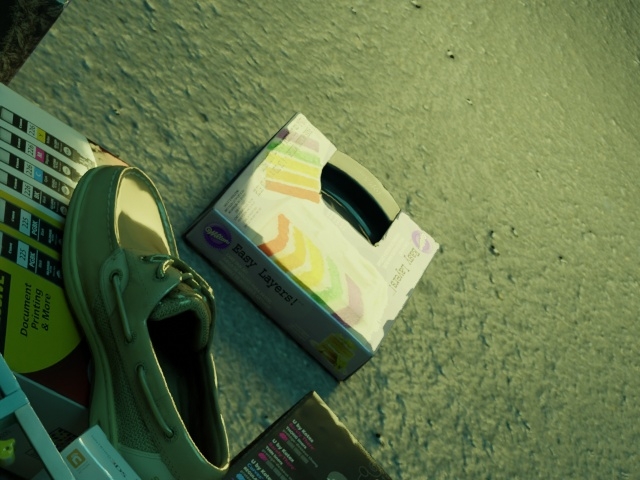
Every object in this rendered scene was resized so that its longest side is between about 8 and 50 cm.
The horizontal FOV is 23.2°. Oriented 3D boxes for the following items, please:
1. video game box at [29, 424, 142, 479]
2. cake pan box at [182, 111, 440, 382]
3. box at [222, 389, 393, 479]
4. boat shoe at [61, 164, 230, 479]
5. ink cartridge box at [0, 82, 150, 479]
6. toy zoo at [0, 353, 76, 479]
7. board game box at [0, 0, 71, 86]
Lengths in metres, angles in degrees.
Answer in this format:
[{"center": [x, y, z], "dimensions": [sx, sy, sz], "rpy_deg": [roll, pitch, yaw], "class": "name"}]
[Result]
[{"center": [-0.193, 0.281, 1.233], "dimensions": [0.187, 0.205, 0.048], "rpy_deg": [49, 14, 5], "class": "video game box"}, {"center": [0.000, 0.000, 1.795], "dimensions": [0.246, 0.070, 0.267], "rpy_deg": [45, 36, -5], "class": "cake pan box"}, {"center": [-0.068, 0.281, 1.386], "dimensions": [0.143, 0.165, 0.270], "rpy_deg": [48, 37, 3], "class": "box"}, {"center": [-0.137, 0.069, 1.341], "dimensions": [0.121, 0.110, 0.341], "rpy_deg": [25, 44, -47], "class": "boat shoe"}, {"center": [-0.292, 0.025, 1.394], "dimensions": [0.272, 0.130, 0.309], "rpy_deg": [33, 37, -37], "class": "ink cartridge box"}, {"center": [-0.306, 0.163, 1.169], "dimensions": [0.192, 0.030, 0.293], "rpy_deg": [-28, 70, -19], "class": "toy zoo"}, {"center": [-0.395, -0.279, 1.528], "dimensions": [0.291, 0.232, 0.141], "rpy_deg": [37, 38, -12], "class": "board game box"}]
